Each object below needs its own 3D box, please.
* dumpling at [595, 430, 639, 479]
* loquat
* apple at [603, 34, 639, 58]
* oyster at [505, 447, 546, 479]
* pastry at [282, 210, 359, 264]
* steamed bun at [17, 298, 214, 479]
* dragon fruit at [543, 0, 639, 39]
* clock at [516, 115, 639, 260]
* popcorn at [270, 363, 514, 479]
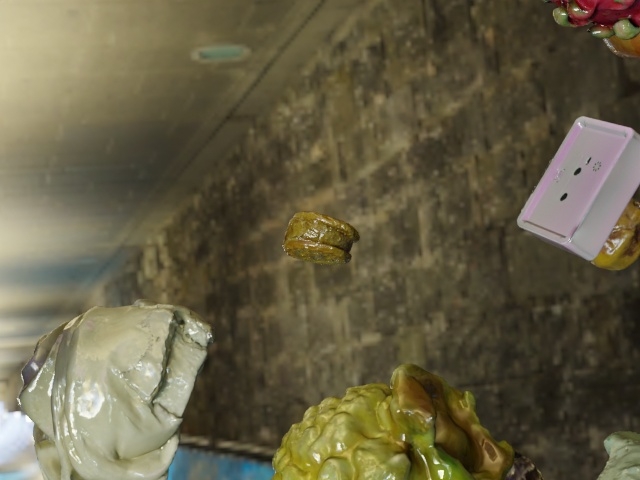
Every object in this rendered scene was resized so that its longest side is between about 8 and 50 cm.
[{"bbox_3d":[0.290,0.227,0.978,0.153,0.219,0.108,14,126,-9],"label":"dumpling"},{"bbox_3d":[0.519,-0.014,2.174,0.113,0.137,0.137,36,-177,13],"label":"loquat"},{"bbox_3d":[0.499,-0.362,1.860,0.199,0.199,0.199,-5,173,-1],"label":"apple"},{"bbox_3d":[0.265,0.417,1.978,0.271,0.100,0.275,-33,148,-19],"label":"oyster"},{"bbox_3d":[0.000,0.000,1.689,0.097,0.057,0.109,26,164,-36],"label":"pastry"},{"bbox_3d":[-0.332,0.226,1.851,0.238,0.394,0.346,19,-154,-19],"label":"steamed bun"},{"bbox_3d":[0.373,-0.377,1.585,0.198,0.272,0.218,30,124,-21],"label":"dragon fruit"},{"bbox_3d":[0.398,-0.080,1.859,0.063,0.197,0.150,30,180,-26],"label":"clock"},{"bbox_3d":[0.073,0.262,1.328,0.258,0.270,0.224,-38,-129,-23],"label":"popcorn"}]
